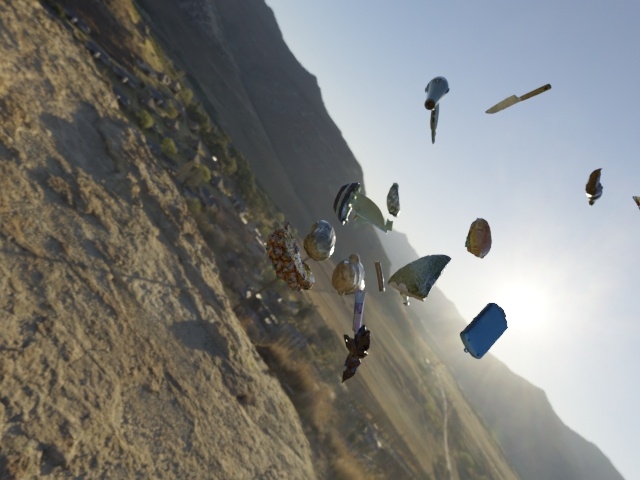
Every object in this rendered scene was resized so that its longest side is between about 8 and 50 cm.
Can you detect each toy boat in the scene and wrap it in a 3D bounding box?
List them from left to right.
[{"bbox_3d":[0.188,-0.121,1.854,0.291,0.221,0.067,35,36,24],"label":"toy boat"}]

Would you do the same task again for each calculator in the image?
[{"bbox_3d":[0.767,0.421,1.990,0.173,0.293,0.051,55,-18,-15],"label":"calculator"}]

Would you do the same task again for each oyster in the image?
[{"bbox_3d":[0.260,-0.132,1.444,0.037,0.098,0.100,8,-19,39],"label":"oyster"}]

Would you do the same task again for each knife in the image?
[{"bbox_3d":[0.847,-0.613,1.850,0.047,0.017,0.297,47,-32,-18],"label":"knife"}]

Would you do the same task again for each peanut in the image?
[{"bbox_3d":[-0.001,0.000,1.276,0.083,0.093,0.194,57,16,-20],"label":"peanut"}]

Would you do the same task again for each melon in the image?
[{"bbox_3d":[0.295,0.123,1.221,0.093,0.202,0.140,51,20,-21],"label":"melon"}]

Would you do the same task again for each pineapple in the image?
[{"bbox_3d":[-0.101,0.059,1.312,0.233,0.079,0.135,61,26,6],"label":"pineapple"}]

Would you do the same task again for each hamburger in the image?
[{"bbox_3d":[0.636,0.003,1.721,0.087,0.102,0.176,13,-66,41],"label":"hamburger"}]

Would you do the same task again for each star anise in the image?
[{"bbox_3d":[0.117,0.354,1.417,0.053,0.213,0.157,19,32,-14],"label":"star anise"}]

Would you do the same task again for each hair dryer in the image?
[{"bbox_3d":[0.315,-0.355,1.205,0.167,0.067,0.199,-45,142,-55],"label":"hair dryer"}]

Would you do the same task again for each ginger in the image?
[{"bbox_3d":[0.125,0.164,1.842,0.126,0.190,0.354,15,-16,12],"label":"ginger"}]

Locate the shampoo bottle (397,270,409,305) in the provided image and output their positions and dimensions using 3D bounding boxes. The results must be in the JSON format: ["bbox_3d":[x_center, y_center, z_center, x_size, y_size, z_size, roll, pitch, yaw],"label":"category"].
[{"bbox_3d":[0.317,0.182,1.602,0.048,0.034,0.141,9,-63,45],"label":"shampoo bottle"}]

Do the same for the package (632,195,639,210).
[{"bbox_3d":[1.136,-0.100,1.465,0.108,0.031,0.121,55,12,-11],"label":"package"}]

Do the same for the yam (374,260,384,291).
[{"bbox_3d":[0.281,0.169,2.019,0.032,0.032,0.146,16,65,-78],"label":"yam"}]

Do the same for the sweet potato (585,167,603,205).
[{"bbox_3d":[1.117,-0.217,1.739,0.274,0.067,0.067,42,14,-54],"label":"sweet potato"}]

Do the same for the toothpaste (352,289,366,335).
[{"bbox_3d":[0.137,0.263,1.555,0.028,0.045,0.170,47,48,-64],"label":"toothpaste"}]
